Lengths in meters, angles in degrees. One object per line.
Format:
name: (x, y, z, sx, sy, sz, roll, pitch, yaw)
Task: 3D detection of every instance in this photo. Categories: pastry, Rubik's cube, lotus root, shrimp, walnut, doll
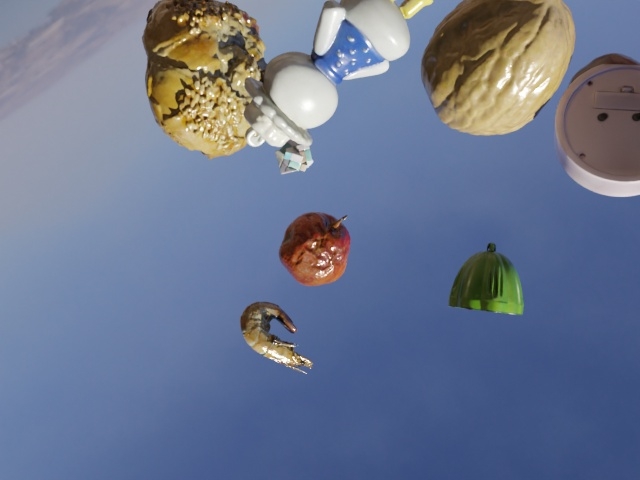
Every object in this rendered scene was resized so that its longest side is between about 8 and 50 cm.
pastry: (-0.194, -0.313, 1.369, 0.255, 0.311, 0.162, -5, 172, -44)
Rubik's cube: (-0.061, -0.203, 1.795, 0.073, 0.084, 0.075, -1, -147, 45)
lotus root: (0.402, 0.088, 1.784, 0.186, 0.186, 0.186, -31, -158, 14)
shrimp: (-0.072, 0.165, 1.284, 0.045, 0.162, 0.095, -38, -151, 33)
walnut: (0.276, -0.284, 1.154, 0.261, 0.225, 0.225, -45, -172, 46)
doll: (0.013, -0.222, 0.934, 0.293, 0.138, 0.119, -42, -126, 14)

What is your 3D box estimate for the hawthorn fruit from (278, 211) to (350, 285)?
hawthorn fruit: (0.000, 0.000, 2.064, 0.243, 0.207, 0.207, -51, -171, 36)

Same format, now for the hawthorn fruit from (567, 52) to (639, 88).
hawthorn fruit: (0.659, -0.320, 1.691, 0.215, 0.249, 0.215, -8, -103, 37)

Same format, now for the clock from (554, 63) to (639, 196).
clock: (0.455, -0.168, 1.122, 0.197, 0.197, 0.068, -35, 159, 3)
